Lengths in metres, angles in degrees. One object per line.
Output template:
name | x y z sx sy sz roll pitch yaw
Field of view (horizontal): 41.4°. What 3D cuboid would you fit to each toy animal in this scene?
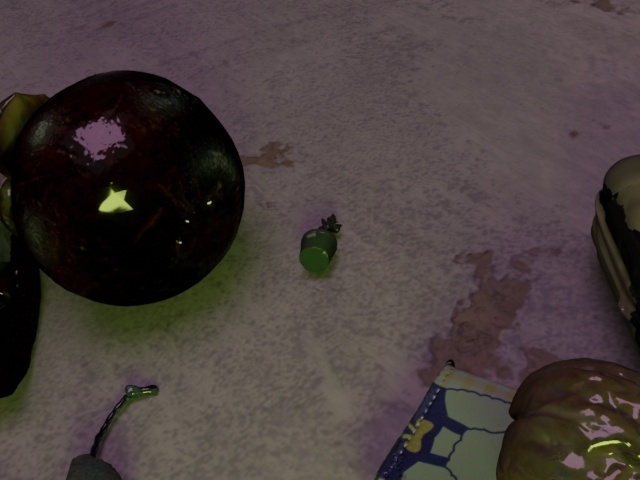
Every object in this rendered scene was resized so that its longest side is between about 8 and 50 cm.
toy animal | -0.238 0.255 0.934 0.079 0.070 0.253 20 27 -15

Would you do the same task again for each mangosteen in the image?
mangosteen | -0.256 -0.072 1.089 0.330 0.330 0.330 -7 43 7

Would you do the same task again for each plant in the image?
plant | 0.000 0.000 1.150 0.051 0.051 0.102 0 31 14

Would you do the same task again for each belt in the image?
belt | -0.464 0.083 1.079 0.164 0.184 0.289 -16 37 4

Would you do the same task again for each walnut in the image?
walnut | 0.259 0.193 0.689 0.231 0.178 0.178 14 49 23

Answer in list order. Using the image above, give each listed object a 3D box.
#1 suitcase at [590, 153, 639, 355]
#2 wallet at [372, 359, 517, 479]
suitcase | 0.485 -0.016 0.940 0.352 0.193 0.339 -8 40 5
wallet | 0.216 0.245 0.814 0.310 0.077 0.223 17 47 30
